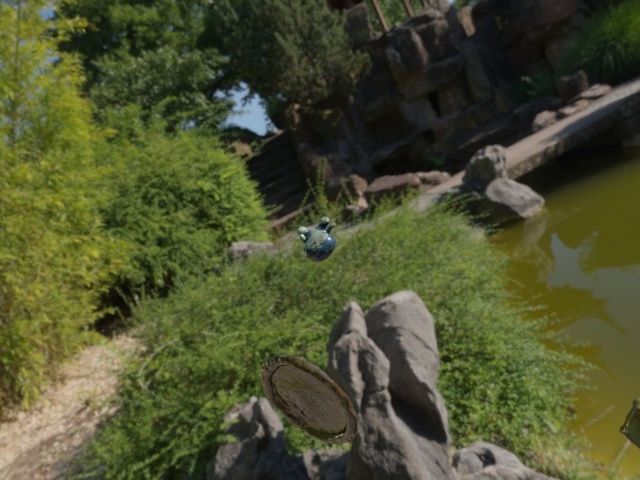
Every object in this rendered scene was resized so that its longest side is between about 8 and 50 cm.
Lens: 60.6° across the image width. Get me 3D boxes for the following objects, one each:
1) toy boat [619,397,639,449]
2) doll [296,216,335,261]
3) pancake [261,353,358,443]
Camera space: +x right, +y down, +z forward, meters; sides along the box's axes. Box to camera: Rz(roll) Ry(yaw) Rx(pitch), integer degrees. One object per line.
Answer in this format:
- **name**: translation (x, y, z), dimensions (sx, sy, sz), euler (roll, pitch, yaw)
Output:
- **toy boat**: translation (0.301, 0.155, 0.376), dimensions (0.172, 0.065, 0.066), euler (16, 20, 4)
- **doll**: translation (0.000, 0.000, 1.026), dimensions (0.076, 0.050, 0.083), euler (-28, 39, 16)
- **pancake**: translation (-0.021, 0.262, 0.895), dimensions (0.199, 0.199, 0.021), euler (-18, 21, 45)
